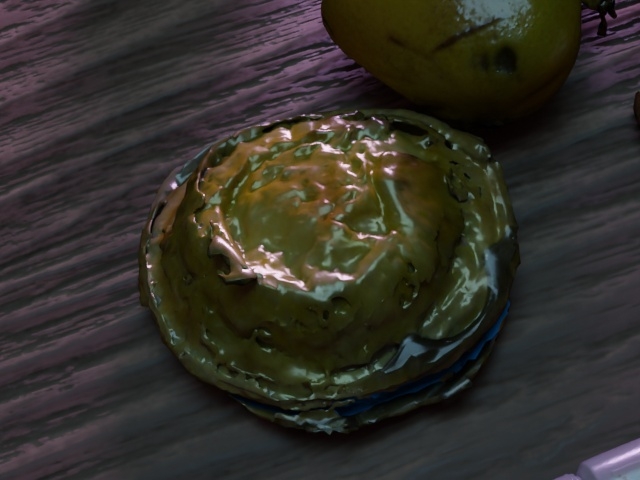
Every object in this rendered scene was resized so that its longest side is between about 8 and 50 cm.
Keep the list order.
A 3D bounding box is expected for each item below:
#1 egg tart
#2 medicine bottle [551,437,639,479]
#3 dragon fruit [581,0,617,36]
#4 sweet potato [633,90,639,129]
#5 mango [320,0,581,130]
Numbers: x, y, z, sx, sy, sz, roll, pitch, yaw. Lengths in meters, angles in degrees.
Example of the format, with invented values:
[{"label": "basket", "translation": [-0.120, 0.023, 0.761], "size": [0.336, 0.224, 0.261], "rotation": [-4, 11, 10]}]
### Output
[{"label": "egg tart", "translation": [0.000, 0.000, 0.910], "size": [0.290, 0.107, 0.291], "rotation": [-5, 54, 7]}, {"label": "medicine bottle", "translation": [0.183, 0.155, 0.802], "size": [0.089, 0.052, 0.052], "rotation": [-21, 54, -6]}, {"label": "dragon fruit", "translation": [0.171, -0.268, 1.066], "size": [0.125, 0.125, 0.246], "rotation": [-26, 67, -20]}, {"label": "sweet potato", "translation": [0.326, -0.047, 0.922], "size": [0.255, 0.058, 0.078], "rotation": [23, 45, 26]}, {"label": "mango", "translation": [0.087, -0.192, 1.009], "size": [0.262, 0.130, 0.167], "rotation": [37, 93, 32]}]
